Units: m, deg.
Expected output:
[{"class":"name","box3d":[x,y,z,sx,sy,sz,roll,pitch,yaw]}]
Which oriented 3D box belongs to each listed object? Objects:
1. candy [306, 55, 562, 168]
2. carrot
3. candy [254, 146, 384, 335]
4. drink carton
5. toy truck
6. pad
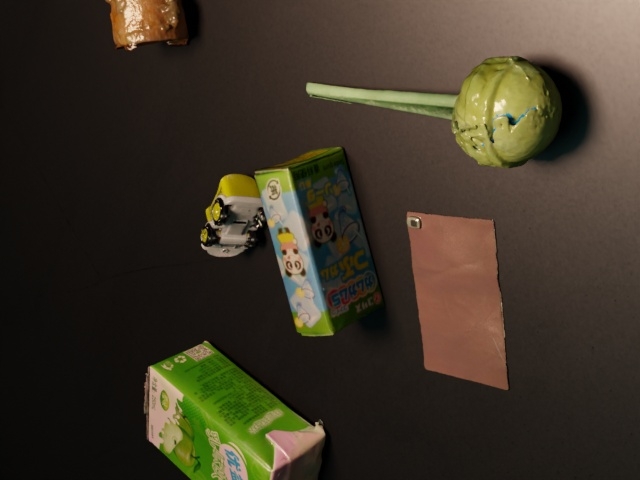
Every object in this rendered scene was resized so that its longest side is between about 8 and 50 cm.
[{"class":"candy","box3d":[0.088,-0.137,0.835,0.335,0.092,0.093,20,157,48]},{"class":"carrot","box3d":[-0.229,-0.365,1.053,0.102,0.102,0.263,-1,100,46]},{"class":"candy","box3d":[0.000,0.000,0.959,0.062,0.097,0.194,-6,103,44]},{"class":"drink carton","box3d":[-0.125,0.272,1.201,0.271,0.108,0.161,32,130,32]},{"class":"toy truck","box3d":[-0.116,-0.032,1.089,0.111,0.076,0.077,-57,41,41]},{"class":"pad","box3d":[0.144,0.064,0.904,0.113,0.006,0.188,8,113,44]}]
